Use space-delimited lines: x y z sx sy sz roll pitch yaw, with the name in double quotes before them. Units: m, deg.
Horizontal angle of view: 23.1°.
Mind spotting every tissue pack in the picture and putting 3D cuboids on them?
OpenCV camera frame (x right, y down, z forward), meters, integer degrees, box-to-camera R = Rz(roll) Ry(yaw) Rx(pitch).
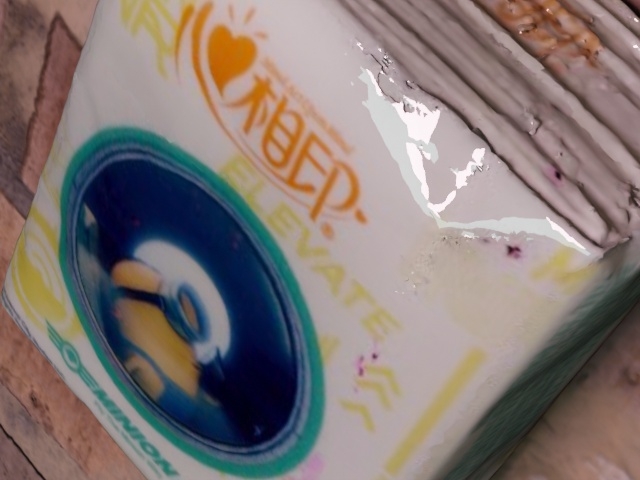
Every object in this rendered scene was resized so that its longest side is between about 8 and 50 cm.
"tissue pack" 0.000 0.000 0.807 0.287 0.162 0.388 46 140 15
